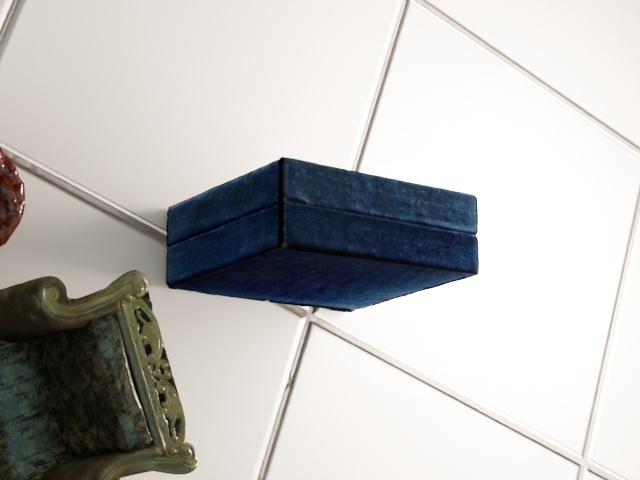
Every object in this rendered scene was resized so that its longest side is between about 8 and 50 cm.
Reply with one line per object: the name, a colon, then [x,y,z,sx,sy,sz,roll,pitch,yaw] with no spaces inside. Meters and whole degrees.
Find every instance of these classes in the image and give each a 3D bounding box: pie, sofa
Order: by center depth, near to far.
sofa: [-0.275,0.168,1.622,0.182,0.200,0.258,-16,91,-39]
pie: [-0.395,-0.051,1.686,0.154,0.036,0.154,8,75,-33]

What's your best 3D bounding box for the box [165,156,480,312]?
box: [0.000,0.000,1.815,0.279,0.261,0.116,10,71,-33]
